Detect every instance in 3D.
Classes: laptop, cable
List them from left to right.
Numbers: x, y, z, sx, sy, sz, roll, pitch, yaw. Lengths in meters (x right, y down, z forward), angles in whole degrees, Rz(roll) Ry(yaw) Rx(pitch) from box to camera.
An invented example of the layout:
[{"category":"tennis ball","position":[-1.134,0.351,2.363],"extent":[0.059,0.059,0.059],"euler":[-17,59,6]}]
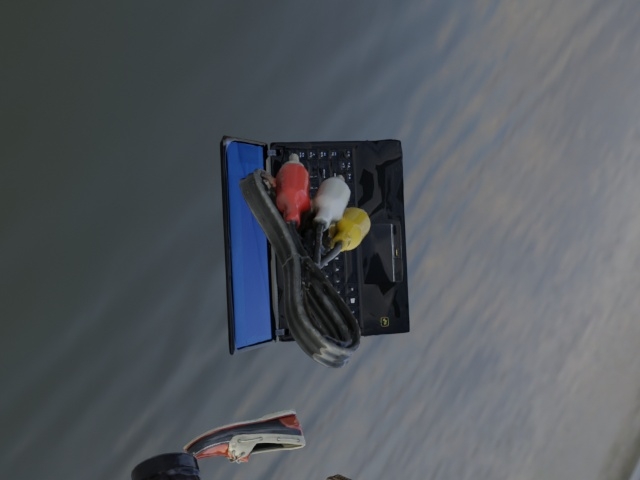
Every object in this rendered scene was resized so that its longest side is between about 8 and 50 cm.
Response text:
[{"category":"cable","position":[-0.010,0.001,1.258],"extent":[0.072,0.139,0.287],"euler":[-48,-162,18]},{"category":"laptop","position":[0.000,0.000,1.517],"extent":[0.136,0.264,0.234],"euler":[179,-92,-69]}]

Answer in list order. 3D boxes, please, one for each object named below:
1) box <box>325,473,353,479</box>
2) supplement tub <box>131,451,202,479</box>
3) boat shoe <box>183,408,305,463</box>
[{"category":"box","position":[0.057,0.341,1.273],"extent":[0.021,0.164,0.201],"euler":[-1,103,-54]},{"category":"supplement tub","position":[-0.136,0.313,1.343],"extent":[0.106,0.198,0.106],"euler":[-13,149,-8]},{"category":"boat shoe","position":[-0.083,0.224,1.498],"extent":[0.137,0.043,0.049],"euler":[-12,161,-23]}]
